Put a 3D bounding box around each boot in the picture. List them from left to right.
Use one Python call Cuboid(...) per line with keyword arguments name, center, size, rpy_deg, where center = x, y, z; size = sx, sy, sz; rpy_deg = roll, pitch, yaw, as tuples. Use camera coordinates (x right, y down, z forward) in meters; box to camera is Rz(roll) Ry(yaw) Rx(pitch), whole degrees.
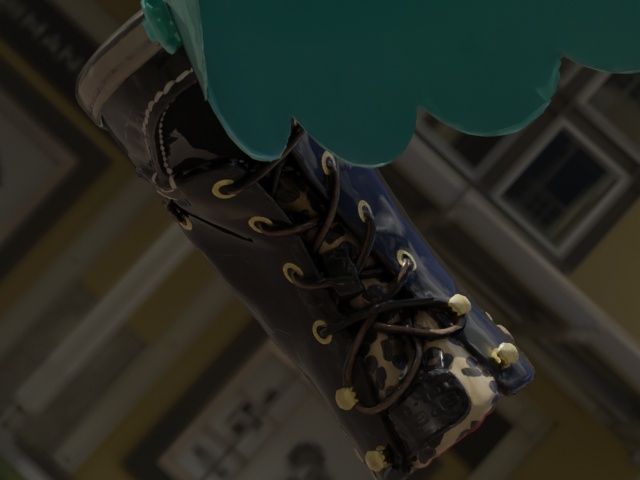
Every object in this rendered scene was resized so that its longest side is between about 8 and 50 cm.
Cuboid(name="boot", center=(0.000, 0.000, 1.014), size=(0.284, 0.138, 0.377), rpy_deg=(52, -8, 8))

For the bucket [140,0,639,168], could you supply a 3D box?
Cuboid(name="bucket", center=(0.051, -0.168, 0.488), size=(0.183, 0.281, 0.281), rpy_deg=(61, 0, 19))
